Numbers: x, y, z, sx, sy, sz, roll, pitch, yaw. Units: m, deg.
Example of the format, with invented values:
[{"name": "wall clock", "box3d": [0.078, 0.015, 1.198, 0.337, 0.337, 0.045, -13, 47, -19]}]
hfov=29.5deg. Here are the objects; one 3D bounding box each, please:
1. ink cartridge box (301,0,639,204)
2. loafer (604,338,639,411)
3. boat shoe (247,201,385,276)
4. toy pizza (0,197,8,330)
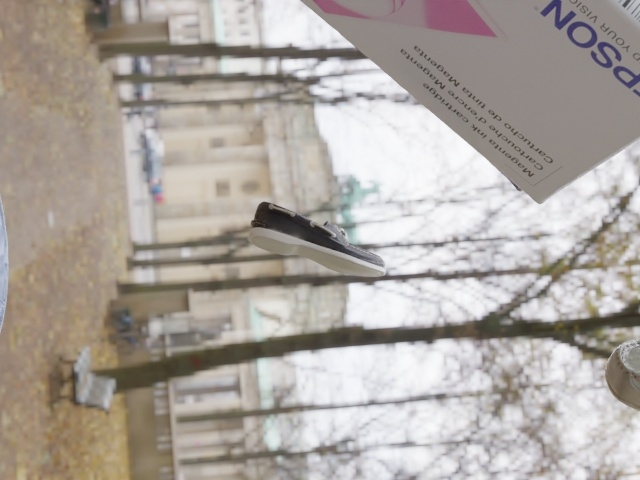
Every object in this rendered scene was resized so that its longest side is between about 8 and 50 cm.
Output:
[{"name": "ink cartridge box", "box3d": [0.086, -0.169, 0.888, 0.071, 0.324, 0.330, -51, -178, -24]}, {"name": "loafer", "box3d": [0.441, 0.117, 1.184, 0.112, 0.319, 0.111, -91, 180, -53]}, {"name": "boat shoe", "box3d": [0.000, 0.000, 1.056, 0.046, 0.125, 0.038, 122, -17, -70]}, {"name": "toy pizza", "box3d": [-0.256, 0.006, 0.783, 0.201, 0.032, 0.201, -4, 90, -80]}]
